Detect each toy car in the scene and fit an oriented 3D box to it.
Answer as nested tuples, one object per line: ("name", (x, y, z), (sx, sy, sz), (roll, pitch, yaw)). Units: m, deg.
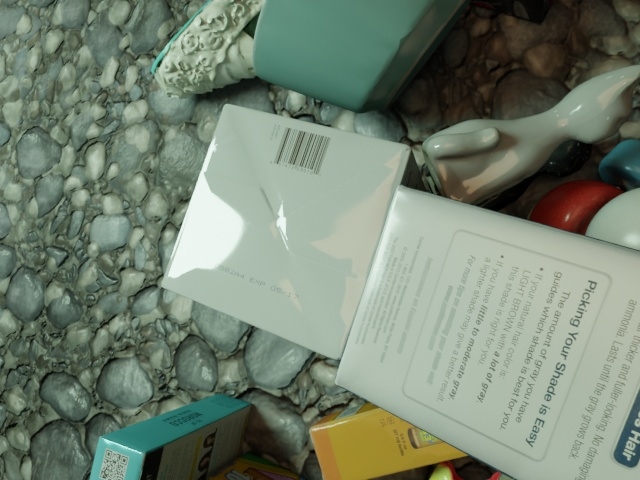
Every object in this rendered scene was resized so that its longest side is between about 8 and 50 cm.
("toy car", (0.318, 0.025, 0.430), (0.219, 0.238, 0.210), (-44, 85, 6))

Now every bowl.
("bowl", (0.073, -0.283, 0.561), (0.163, 0.311, 0.312), (39, 95, -1))

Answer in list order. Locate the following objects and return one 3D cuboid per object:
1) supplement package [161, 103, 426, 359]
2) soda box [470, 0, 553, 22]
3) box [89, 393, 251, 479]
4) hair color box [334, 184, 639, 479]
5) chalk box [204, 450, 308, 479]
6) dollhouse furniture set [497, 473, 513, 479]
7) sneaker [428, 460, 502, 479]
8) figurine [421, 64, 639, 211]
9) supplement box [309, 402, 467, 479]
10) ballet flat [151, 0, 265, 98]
("supplement package", (0.000, 0.000, 0.536), (0.199, 0.262, 0.198), (18, 88, 20))
("soda box", (0.236, -0.358, 0.620), (0.168, 0.060, 0.053), (29, 90, 21))
("box", (-0.173, 0.268, 0.563), (0.060, 0.244, 0.101), (10, 85, 18))
("hair color box", (0.200, 0.091, 0.326), (0.346, 0.105, 0.174), (21, 98, 27))
("chalk box", (-0.028, 0.414, 0.533), (0.288, 0.179, 0.181), (18, 87, 18))
("dollhouse furniture set", (0.303, 0.338, 0.358), (0.355, 0.174, 0.303), (37, 61, 25))
("sneaker", (0.217, 0.320, 0.518), (0.208, 0.081, 0.094), (14, 81, 18))
("figurine", (0.227, -0.098, 0.506), (0.209, 0.215, 0.093), (-25, 78, 11))
("supplement box", (0.110, 0.234, 0.567), (0.233, 0.080, 0.078), (-21, 77, 16))
("ballet flat", (-0.079, -0.341, 0.683), (0.409, 0.147, 0.147), (-43, 72, 8))
